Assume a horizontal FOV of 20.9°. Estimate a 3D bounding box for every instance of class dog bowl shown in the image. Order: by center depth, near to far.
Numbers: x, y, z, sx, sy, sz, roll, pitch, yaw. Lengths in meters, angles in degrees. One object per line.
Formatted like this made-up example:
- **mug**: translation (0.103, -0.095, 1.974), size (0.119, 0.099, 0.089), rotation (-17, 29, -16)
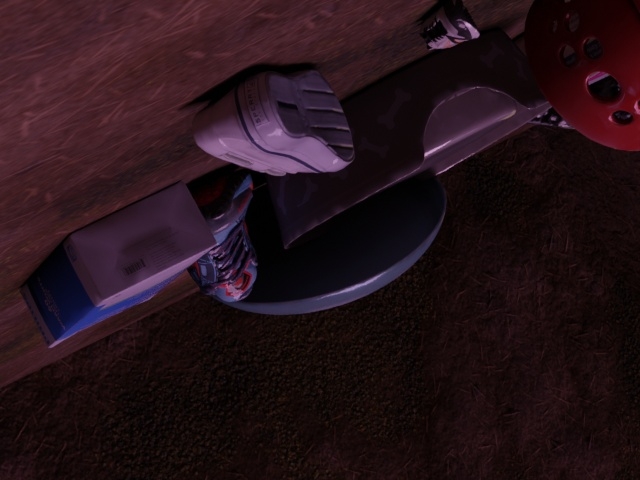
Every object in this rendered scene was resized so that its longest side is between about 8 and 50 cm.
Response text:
- **dog bowl**: translation (0.090, -0.115, 1.911), size (0.349, 0.102, 0.349), rotation (-29, 177, -2)

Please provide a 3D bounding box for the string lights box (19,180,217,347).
- **string lights box**: translation (-0.214, 0.031, 1.793), size (0.133, 0.076, 0.260), rotation (-27, 177, -25)

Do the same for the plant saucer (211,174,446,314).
- **plant saucer**: translation (0.000, 0.000, 2.068), size (0.318, 0.043, 0.317), rotation (-13, -151, 8)

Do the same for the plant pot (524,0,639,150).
- **plant pot**: translation (0.314, -0.204, 1.639), size (0.191, 0.191, 0.174), rotation (-27, 170, -36)

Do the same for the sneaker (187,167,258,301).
- **sneaker**: translation (-0.102, 0.001, 1.881), size (0.104, 0.125, 0.262), rotation (-29, 178, -8)

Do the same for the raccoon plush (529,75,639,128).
- **raccoon plush**: translation (0.447, -0.288, 2.328), size (0.447, 0.299, 0.216), rotation (5, -176, -17)

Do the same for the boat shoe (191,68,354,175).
- **boat shoe**: translation (-0.039, -0.094, 1.377), size (0.076, 0.083, 0.226), rotation (-17, 169, 16)

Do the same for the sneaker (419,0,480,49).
- **sneaker**: translation (0.108, -0.180, 1.480), size (0.044, 0.040, 0.109), rotation (-26, 177, 1)

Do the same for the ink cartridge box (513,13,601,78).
- **ink cartridge box**: translation (0.354, -0.256, 2.111), size (0.235, 0.088, 0.193), rotation (-27, 176, -45)
